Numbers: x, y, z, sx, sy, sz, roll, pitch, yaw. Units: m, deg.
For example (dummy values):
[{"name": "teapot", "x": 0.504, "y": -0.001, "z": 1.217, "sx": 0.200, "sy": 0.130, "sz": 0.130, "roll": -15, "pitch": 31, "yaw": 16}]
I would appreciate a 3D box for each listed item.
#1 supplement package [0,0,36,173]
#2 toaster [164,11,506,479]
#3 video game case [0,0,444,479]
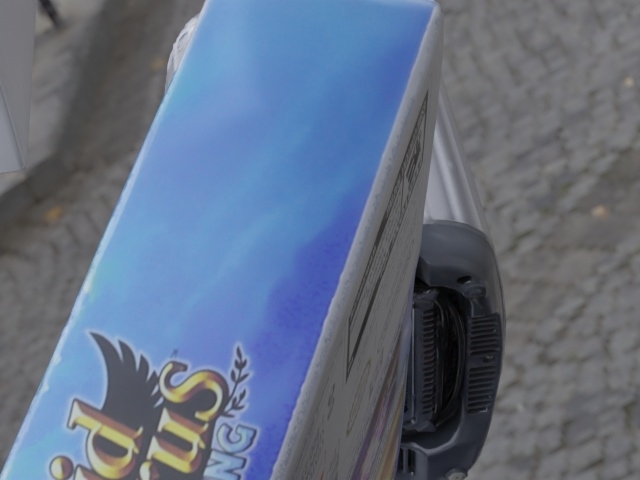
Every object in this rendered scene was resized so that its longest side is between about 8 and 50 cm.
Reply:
[{"name": "supplement package", "x": -0.264, "y": -0.175, "z": 1.093, "sx": 0.175, "sy": 0.177, "sz": 0.293, "roll": -9, "pitch": 36, "yaw": 0}, {"name": "toaster", "x": 0.000, "y": 0.000, "z": 0.784, "sx": 0.129, "sy": 0.227, "sz": 0.146, "roll": -10, "pitch": 56, "yaw": -2}, {"name": "video game case", "x": -0.038, "y": 0.110, "z": 0.486, "sx": 0.061, "sy": 0.244, "sz": 0.269, "roll": 14, "pitch": 57, "yaw": 9}]
